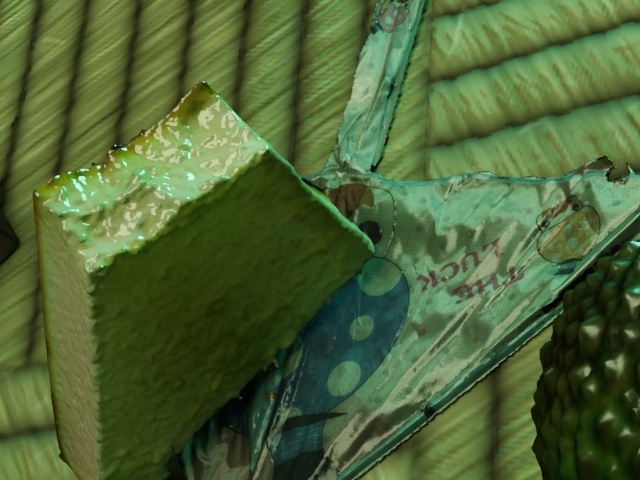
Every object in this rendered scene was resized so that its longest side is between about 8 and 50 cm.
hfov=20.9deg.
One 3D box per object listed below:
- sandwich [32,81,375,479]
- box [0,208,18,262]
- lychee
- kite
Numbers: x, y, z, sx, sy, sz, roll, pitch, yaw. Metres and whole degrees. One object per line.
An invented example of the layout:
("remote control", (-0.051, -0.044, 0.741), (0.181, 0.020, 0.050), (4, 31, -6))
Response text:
("sandwich", (-0.084, 0.028, 0.820), (0.193, 0.162, 0.058), (-47, 51, 1))
("box", (-0.312, -0.011, 1.070), (0.215, 0.086, 0.215), (-43, 48, 4))
("lychee", (0.155, 0.078, 0.656), (0.171, 0.171, 0.171), (-17, 54, 25))
("kite", (0.000, 0.000, 0.900), (0.406, 0.014, 0.368), (2, 64, 35))
